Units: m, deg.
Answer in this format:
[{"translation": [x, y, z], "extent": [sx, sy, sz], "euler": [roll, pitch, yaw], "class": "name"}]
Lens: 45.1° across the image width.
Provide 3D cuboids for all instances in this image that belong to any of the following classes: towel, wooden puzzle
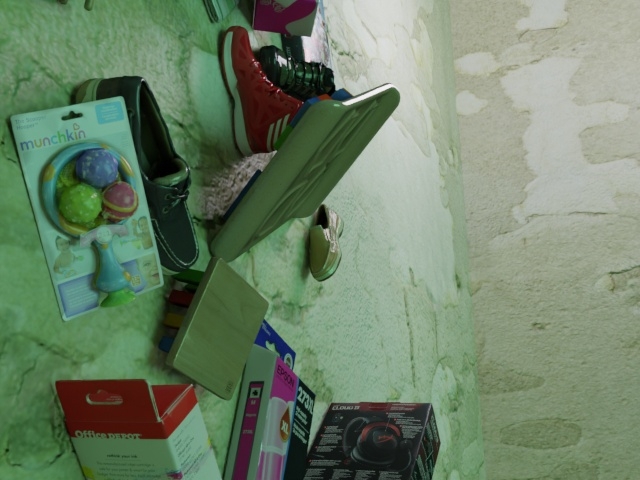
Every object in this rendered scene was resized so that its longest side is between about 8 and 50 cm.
[{"translation": [-0.170, -0.444, 1.299], "extent": [0.152, 0.023, 0.113], "euler": [-70, 149, -52], "class": "towel"}, {"translation": [-0.029, -0.133, 1.287], "extent": [0.080, 0.322, 0.348], "euler": [42, 25, 8], "class": "wooden puzzle"}]

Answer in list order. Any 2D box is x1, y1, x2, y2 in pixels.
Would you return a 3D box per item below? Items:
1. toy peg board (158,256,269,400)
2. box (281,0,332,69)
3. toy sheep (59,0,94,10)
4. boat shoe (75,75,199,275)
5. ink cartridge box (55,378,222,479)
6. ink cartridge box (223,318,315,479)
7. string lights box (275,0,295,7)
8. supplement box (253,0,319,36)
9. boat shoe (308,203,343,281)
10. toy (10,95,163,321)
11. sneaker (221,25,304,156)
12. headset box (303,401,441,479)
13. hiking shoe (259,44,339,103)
[{"translation": [-0.167, 0.124, 1.108], "extent": [0.161, 0.079, 0.160], "euler": [51, 55, -53], "class": "toy peg board"}, {"translation": [-0.037, -0.466, 1.593], "extent": [0.159, 0.044, 0.232], "euler": [-22, 105, -68], "class": "box"}, {"translation": [-0.287, -0.320, 0.888], "extent": [0.132, 0.091, 0.091], "euler": [-40, 123, -86], "class": "toy sheep"}, {"translation": [-0.214, -0.078, 0.991], "extent": [0.102, 0.093, 0.285], "euler": [-60, 137, -53], "class": "boat shoe"}, {"translation": [-0.201, 0.243, 0.887], "extent": [0.078, 0.134, 0.230], "euler": [-47, 128, -61], "class": "ink cartridge box"}, {"translation": [-0.078, 0.317, 1.275], "extent": [0.175, 0.069, 0.370], "euler": [56, 33, -49], "class": "ink cartridge box"}, {"translation": [-0.103, -0.475, 1.200], "extent": [0.260, 0.133, 0.076], "euler": [20, 64, -42], "class": "string lights box"}, {"translation": [-0.058, -0.499, 1.414], "extent": [0.114, 0.111, 0.219], "euler": [116, -23, -70], "class": "supplement box"}, {"translation": [0.000, 0.000, 1.557], "extent": [0.072, 0.068, 0.190], "euler": [53, 26, -32], "class": "boat shoe"}, {"translation": [-0.250, -0.036, 0.880], "extent": [0.137, 0.056, 0.237], "euler": [-21, 111, -39], "class": "toy"}, {"translation": [-0.087, -0.258, 1.304], "extent": [0.087, 0.128, 0.221], "euler": [-36, 119, -66], "class": "sneaker"}, {"translation": [0.098, 0.421, 1.470], "extent": [0.293, 0.218, 0.110], "euler": [-58, 138, -57], "class": "headset box"}, {"translation": [-0.034, -0.320, 1.469], "extent": [0.227, 0.114, 0.086], "euler": [16, 69, -66], "class": "hiking shoe"}]
